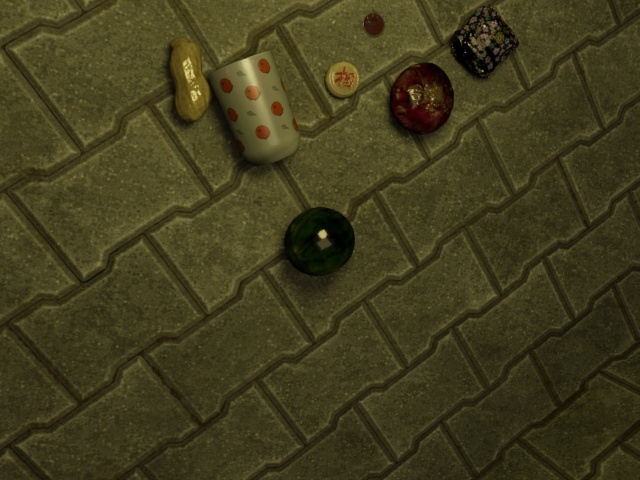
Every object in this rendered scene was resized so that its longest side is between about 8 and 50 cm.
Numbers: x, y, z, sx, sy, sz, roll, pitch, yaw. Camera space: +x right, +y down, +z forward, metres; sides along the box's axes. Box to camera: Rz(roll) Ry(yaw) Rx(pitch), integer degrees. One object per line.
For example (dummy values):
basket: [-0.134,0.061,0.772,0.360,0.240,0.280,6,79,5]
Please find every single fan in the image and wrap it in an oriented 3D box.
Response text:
fan: [0.187,-0.776,1.841,0.085,0.005,0.133,-5,103,-16]

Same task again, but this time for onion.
onion: [0.349,-0.496,1.850,0.247,0.190,0.246,-10,107,-36]

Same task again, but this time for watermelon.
watermelon: [-0.003,0.003,1.801,0.243,0.242,0.242,-3,101,-17]

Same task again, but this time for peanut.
peanut: [-0.404,-0.498,1.650,0.124,0.123,0.256,-6,98,-16]

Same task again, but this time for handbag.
handbag: [0.588,-0.712,1.918,0.229,0.127,0.207,41,85,-28]

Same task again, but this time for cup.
cup: [-0.196,-0.408,1.678,0.213,0.212,0.317,-25,107,-12]

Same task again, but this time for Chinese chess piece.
Chinese chess piece: [0.075,-0.552,1.823,0.122,0.051,0.121,-3,101,-16]
